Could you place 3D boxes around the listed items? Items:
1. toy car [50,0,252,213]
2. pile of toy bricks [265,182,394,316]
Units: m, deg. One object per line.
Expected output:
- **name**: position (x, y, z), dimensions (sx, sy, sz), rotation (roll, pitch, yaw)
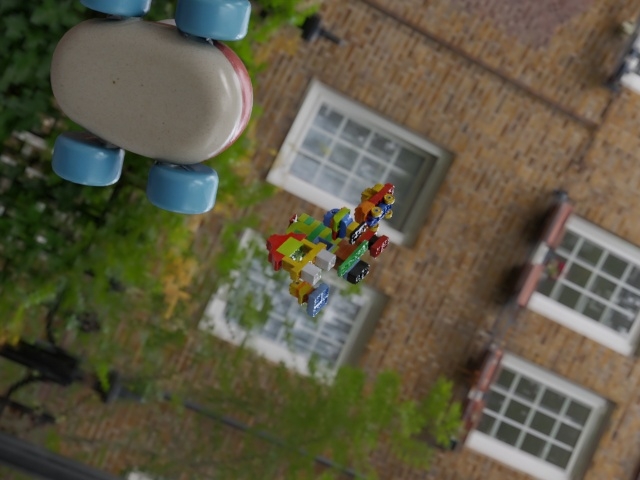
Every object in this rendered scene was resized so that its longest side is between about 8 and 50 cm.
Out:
- **toy car**: position (-0.148, -0.173, 1.320), dimensions (0.238, 0.210, 0.219), rotation (-37, 141, -67)
- **pile of toy bricks**: position (0.000, 0.000, 1.548), dimensions (0.212, 0.105, 0.118), rotation (-43, 152, -40)
